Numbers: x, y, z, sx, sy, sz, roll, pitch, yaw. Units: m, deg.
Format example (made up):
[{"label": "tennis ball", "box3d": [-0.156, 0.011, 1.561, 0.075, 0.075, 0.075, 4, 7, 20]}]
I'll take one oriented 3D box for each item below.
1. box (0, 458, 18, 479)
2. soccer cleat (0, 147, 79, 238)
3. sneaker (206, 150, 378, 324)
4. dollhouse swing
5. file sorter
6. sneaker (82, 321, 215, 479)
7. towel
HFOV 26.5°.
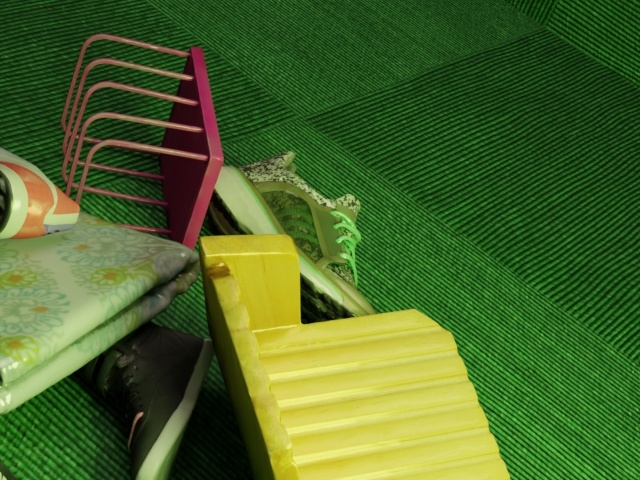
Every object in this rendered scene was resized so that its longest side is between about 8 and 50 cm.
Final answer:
[{"label": "box", "box3d": [-0.408, 0.207, 1.164, 0.257, 0.322, 0.079, 1, 63, 4]}, {"label": "soccer cleat", "box3d": [-0.423, -0.079, 1.674, 0.116, 0.108, 0.318, 8, 15, -46]}, {"label": "sneaker", "box3d": [0.000, 0.000, 1.891, 0.182, 0.158, 0.410, -32, 59, -18]}, {"label": "dollhouse swing", "box3d": [0.057, 0.172, 1.550, 0.305, 0.315, 0.346, -14, 59, -10]}, {"label": "file sorter", "box3d": [-0.264, -0.132, 1.921, 0.182, 0.202, 0.290, 9, 36, -19]}, {"label": "sneaker", "box3d": [-0.221, 0.187, 1.588, 0.147, 0.104, 0.295, 21, 27, -4]}, {"label": "towel", "box3d": [-0.375, 0.059, 1.598, 0.321, 0.090, 0.374, 19, 31, 25]}]
